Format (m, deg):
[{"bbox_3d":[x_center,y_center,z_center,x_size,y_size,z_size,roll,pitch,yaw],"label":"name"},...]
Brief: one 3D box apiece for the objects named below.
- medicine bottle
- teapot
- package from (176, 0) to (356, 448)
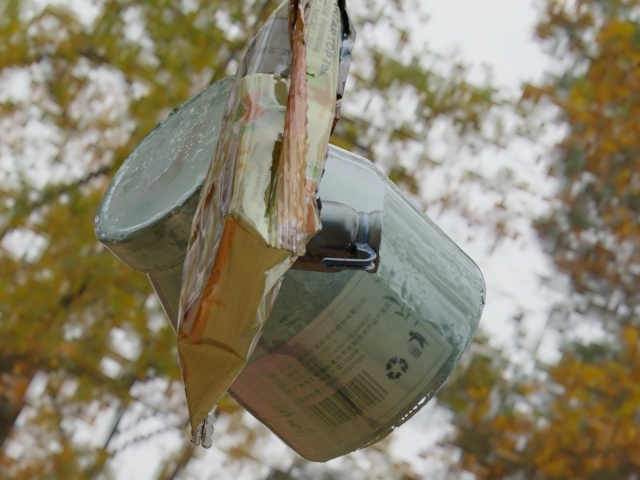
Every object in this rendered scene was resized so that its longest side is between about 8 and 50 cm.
[{"bbox_3d":[-0.032,0.017,1.748,0.290,0.245,0.245,46,-34,-22],"label":"medicine bottle"},{"bbox_3d":[0.000,-0.004,1.287,0.083,0.049,0.063,5,-5,-4],"label":"teapot"},{"bbox_3d":[-0.019,-0.012,0.589,0.031,0.108,0.121,14,-37,-8],"label":"package"}]
